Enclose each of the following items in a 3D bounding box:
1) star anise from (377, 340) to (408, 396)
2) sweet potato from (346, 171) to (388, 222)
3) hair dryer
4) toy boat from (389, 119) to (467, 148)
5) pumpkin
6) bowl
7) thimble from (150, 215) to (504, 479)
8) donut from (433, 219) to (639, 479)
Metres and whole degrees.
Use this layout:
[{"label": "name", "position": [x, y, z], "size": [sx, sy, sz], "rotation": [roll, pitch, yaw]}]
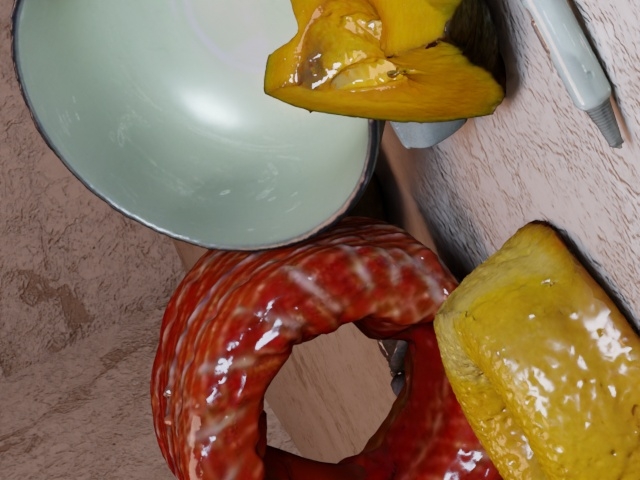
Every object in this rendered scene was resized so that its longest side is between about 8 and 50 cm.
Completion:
[{"label": "star anise", "position": [0.101, 0.119, 2.068], "size": [0.212, 0.073, 0.197], "rotation": [-114, 6, -82]}, {"label": "sweet potato", "position": [0.000, 0.000, 2.079], "size": [0.158, 0.157, 0.370], "rotation": [61, 167, 13]}, {"label": "hair dryer", "position": [0.148, -0.138, 1.252], "size": [0.183, 0.044, 0.155], "rotation": [64, 173, -22]}, {"label": "toy boat", "position": [0.044, -0.195, 1.532], "size": [0.085, 0.078, 0.261], "rotation": [21, 141, 54]}, {"label": "pumpkin", "position": [0.077, -0.170, 1.428], "size": [0.254, 0.149, 0.130], "rotation": [-14, 67, 59]}, {"label": "bowl", "position": [-0.086, -0.183, 1.745], "size": [0.185, 0.353, 0.354], "rotation": [-62, -40, -46]}, {"label": "thimble", "position": [0.009, 0.149, 1.830], "size": [0.350, 0.350, 0.230], "rotation": [66, 171, -14]}, {"label": "donut", "position": [0.190, 0.135, 1.551], "size": [0.303, 0.110, 0.303], "rotation": [60, 171, 16]}]
